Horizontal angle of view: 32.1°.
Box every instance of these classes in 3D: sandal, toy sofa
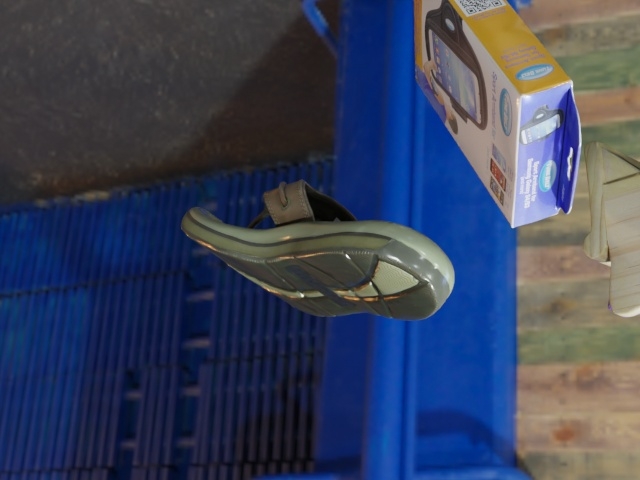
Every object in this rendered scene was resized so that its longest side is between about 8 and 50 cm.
[{"bbox_3d":[0.002,0.001,0.879,0.120,0.086,0.303,38,160,-34],"label":"sandal"},{"bbox_3d":[0.420,-0.035,0.965,0.150,0.177,0.362,16,154,-42],"label":"toy sofa"}]

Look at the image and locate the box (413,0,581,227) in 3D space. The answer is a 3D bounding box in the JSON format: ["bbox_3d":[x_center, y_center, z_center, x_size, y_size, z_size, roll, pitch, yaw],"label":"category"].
[{"bbox_3d":[0.080,-0.070,0.521,0.028,0.136,0.081,-16,137,-8],"label":"box"}]
